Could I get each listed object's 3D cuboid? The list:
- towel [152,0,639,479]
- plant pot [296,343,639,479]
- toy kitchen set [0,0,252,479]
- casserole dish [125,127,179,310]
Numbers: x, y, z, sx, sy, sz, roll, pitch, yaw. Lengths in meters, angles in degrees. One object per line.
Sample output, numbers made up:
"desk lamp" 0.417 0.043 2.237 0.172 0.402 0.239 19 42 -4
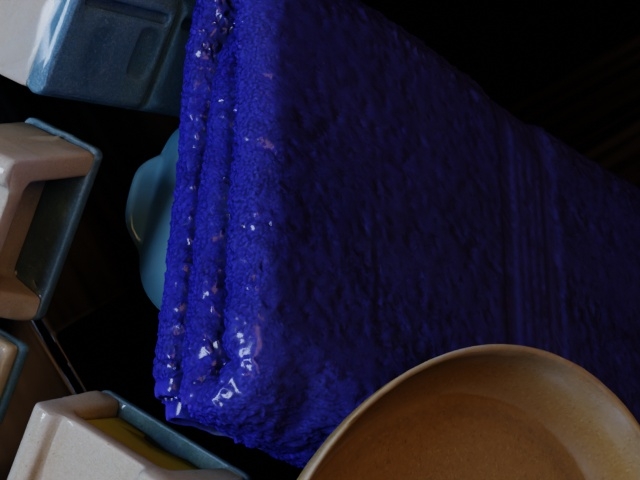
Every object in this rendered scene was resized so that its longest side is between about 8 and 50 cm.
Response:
"towel" 0.052 0.027 0.779 0.308 0.076 0.227 30 48 -39
"plant pot" 0.054 0.156 0.663 0.236 0.032 0.236 0 90 -40
"toy kitchen set" -0.071 0.006 0.741 0.166 0.122 0.207 27 102 26
"casserole dish" 0.000 0.000 0.855 0.188 0.037 0.114 17 66 -14
